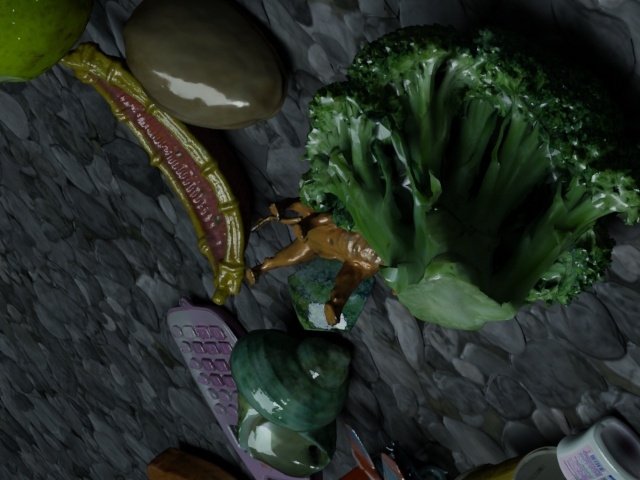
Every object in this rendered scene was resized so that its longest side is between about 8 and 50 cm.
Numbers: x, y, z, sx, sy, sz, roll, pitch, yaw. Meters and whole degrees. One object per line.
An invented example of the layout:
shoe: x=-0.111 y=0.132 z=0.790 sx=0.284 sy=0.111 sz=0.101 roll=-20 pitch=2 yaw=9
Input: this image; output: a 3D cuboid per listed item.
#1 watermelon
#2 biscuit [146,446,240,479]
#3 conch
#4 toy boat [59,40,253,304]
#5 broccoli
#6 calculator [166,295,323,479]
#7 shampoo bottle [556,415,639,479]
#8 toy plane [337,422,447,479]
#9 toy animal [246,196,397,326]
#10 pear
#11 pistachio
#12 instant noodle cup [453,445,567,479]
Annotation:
watermelon: x=0.018 y=0.049 z=1.682 sx=0.092 sy=0.072 sz=0.084 roll=-19 pitch=99 yaw=22
biscuit: x=-0.106 y=0.502 z=2.435 sx=0.350 sy=0.078 sz=0.455 roll=36 pitch=150 yaw=33
conch: x=-0.032 y=0.177 z=1.838 sx=0.176 sy=0.122 sz=0.188 roll=53 pitch=156 yaw=6
toy boat: x=-0.156 y=-0.088 z=1.719 sx=0.318 sy=0.099 sz=0.141 roll=57 pitch=156 yaw=-7
broccoli: x=0.110 y=-0.040 z=1.231 sx=0.269 sy=0.241 sz=0.261 roll=29 pitch=140 yaw=-23
calculator: x=-0.100 y=0.193 z=2.065 sx=0.194 sy=0.043 sz=0.294 roll=-3 pitch=119 yaw=60
shampoo bottle: x=0.261 y=0.205 z=1.499 sx=0.072 sy=0.043 sz=0.099 roll=49 pitch=155 yaw=3
toy plane: x=0.137 y=0.342 z=1.809 sx=0.326 sy=0.104 sz=0.223 roll=36 pitch=151 yaw=24
toy animal: x=-0.001 y=-0.007 z=1.602 sx=0.255 sy=0.116 sz=0.114 roll=25 pitch=130 yaw=55
pear: x=-0.348 y=-0.283 z=1.660 sx=0.282 sy=0.286 sz=0.176 roll=8 pitch=177 yaw=30
pistachio: x=-0.109 y=-0.169 z=1.539 sx=0.185 sy=0.126 sz=0.108 roll=36 pitch=-167 yaw=21
instant noodle cup: x=0.209 y=0.273 z=1.576 sx=0.151 sy=0.151 sz=0.122 roll=49 pitch=143 yaw=3
